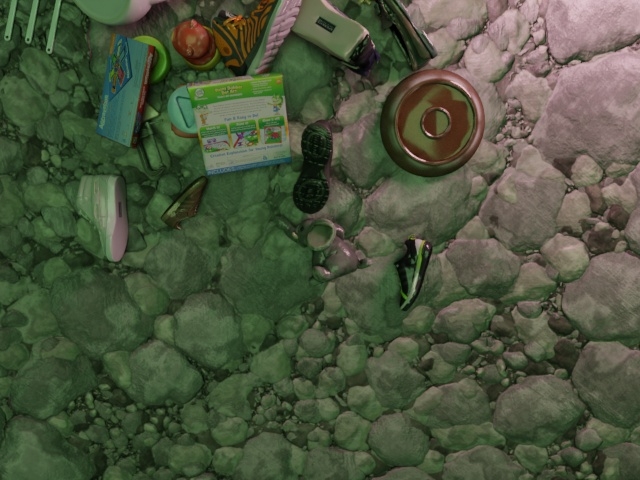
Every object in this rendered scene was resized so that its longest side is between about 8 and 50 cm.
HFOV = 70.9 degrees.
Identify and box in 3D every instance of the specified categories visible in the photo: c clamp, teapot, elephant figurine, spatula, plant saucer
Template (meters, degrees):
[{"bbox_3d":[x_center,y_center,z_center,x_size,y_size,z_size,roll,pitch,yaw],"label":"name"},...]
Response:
[{"bbox_3d":[-0.485,-0.261,1.290,0.137,0.022,0.161,3,113,30],"label":"c clamp"},{"bbox_3d":[-0.530,-0.698,1.169,0.252,0.187,0.256,-12,120,29],"label":"teapot"},{"bbox_3d":[0.000,0.000,1.319,0.185,0.169,0.240,-17,84,-26],"label":"elephant figurine"},{"bbox_3d":[-0.792,-0.659,1.252,0.168,0.019,0.242,17,100,-4],"label":"spatula"},{"bbox_3d":[0.330,-0.339,1.304,0.310,0.050,0.311,0,100,0],"label":"plant saucer"}]

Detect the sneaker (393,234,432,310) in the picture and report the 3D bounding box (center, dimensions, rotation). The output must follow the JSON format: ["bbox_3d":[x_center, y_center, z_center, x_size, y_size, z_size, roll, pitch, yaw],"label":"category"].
[{"bbox_3d":[0.269,0.097,1.380,0.097,0.084,0.235,19,99,21],"label":"sneaker"}]

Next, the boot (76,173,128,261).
[{"bbox_3d":[-0.650,-0.068,1.333,0.123,0.095,0.259,2,92,5],"label":"boot"}]

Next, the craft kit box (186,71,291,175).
[{"bbox_3d":[-0.215,-0.317,1.231,0.249,0.061,0.247,-11,127,-11],"label":"craft kit box"}]

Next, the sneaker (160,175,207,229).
[{"bbox_3d":[-0.391,-0.111,1.341,0.188,0.066,0.071,-42,115,12],"label":"sneaker"}]

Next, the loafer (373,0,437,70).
[{"bbox_3d":[0.211,-0.590,1.236,0.084,0.096,0.267,-41,101,16],"label":"loafer"}]

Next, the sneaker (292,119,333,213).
[{"bbox_3d":[-0.007,-0.210,1.296,0.109,0.130,0.286,16,122,3],"label":"sneaker"}]

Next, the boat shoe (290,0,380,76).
[{"bbox_3d":[0.017,-0.571,1.232,0.127,0.158,0.340,-48,69,13],"label":"boat shoe"}]

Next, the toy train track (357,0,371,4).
[{"bbox_3d":[0.111,-0.692,1.255,0.048,0.014,0.083,-41,92,14],"label":"toy train track"}]

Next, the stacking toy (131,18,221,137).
[{"bbox_3d":[-0.418,-0.444,1.237,0.279,0.130,0.309,0,100,-1],"label":"stacking toy"}]

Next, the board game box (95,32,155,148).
[{"bbox_3d":[-0.546,-0.414,1.252,0.145,0.027,0.282,24,107,20],"label":"board game box"}]

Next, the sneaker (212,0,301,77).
[{"bbox_3d":[-0.183,-0.568,1.166,0.180,0.124,0.321,41,130,1],"label":"sneaker"}]
